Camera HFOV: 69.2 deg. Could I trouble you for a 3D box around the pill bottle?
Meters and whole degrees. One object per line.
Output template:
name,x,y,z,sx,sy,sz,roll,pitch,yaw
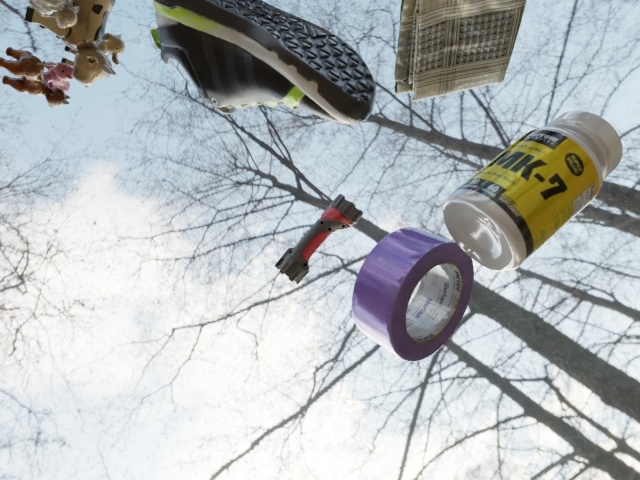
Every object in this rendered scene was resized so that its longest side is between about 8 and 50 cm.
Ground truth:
pill bottle,0.267,-0.067,0.584,0.209,0.119,0.119,-38,-60,-14

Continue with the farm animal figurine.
farm animal figurine,-0.509,-0.430,0.992,0.172,0.330,0.326,18,-60,-13

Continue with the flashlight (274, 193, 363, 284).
flashlight,0.000,0.000,1.426,0.304,0.103,0.103,-51,-49,4

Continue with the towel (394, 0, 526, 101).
towel,0.349,-0.509,1.178,0.325,0.056,0.312,-9,-36,-2

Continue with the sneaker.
sneaker,-0.057,-0.154,0.419,0.084,0.235,0.097,-39,-21,-45

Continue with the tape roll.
tape roll,0.142,0.080,0.701,0.189,0.080,0.188,-16,-63,-35
